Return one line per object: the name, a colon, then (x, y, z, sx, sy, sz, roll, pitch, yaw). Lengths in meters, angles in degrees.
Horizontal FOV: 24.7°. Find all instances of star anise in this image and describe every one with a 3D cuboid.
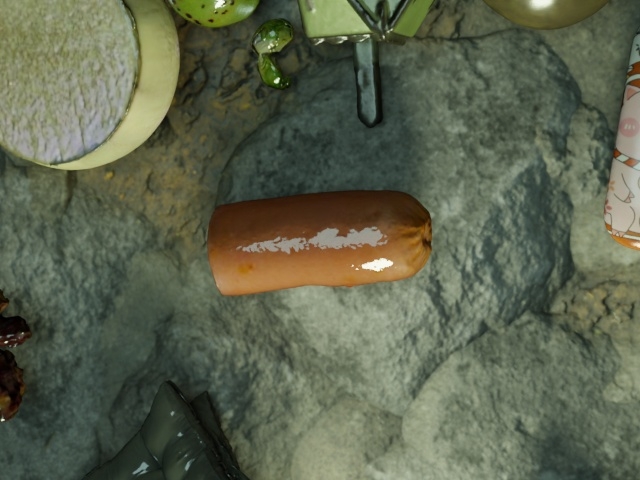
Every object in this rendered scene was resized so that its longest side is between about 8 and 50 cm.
star anise: (-0.434, 0.116, 1.781, 0.190, 0.126, 0.220, 8, 117, 39)

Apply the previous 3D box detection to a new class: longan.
longan: (0.253, -0.329, 1.621, 0.185, 0.159, 0.204, 21, 58, 1)

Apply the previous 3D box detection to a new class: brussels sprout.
brussels sprout: (-0.057, -0.222, 1.739, 0.051, 0.046, 0.083, 4, 92, 19)

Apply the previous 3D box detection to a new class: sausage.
sausage: (0.000, 0.000, 1.697, 0.259, 0.113, 0.113, -6, 89, 13)

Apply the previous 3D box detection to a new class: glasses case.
glasses case: (0.382, -0.119, 1.631, 0.103, 0.067, 0.266, 9, 92, 11)

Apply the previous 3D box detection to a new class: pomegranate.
pomegranate: (-0.119, -0.330, 1.708, 0.129, 0.129, 0.159, 34, 107, 10)

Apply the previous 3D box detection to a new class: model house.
model house: (0.053, -0.266, 1.634, 0.205, 0.218, 0.278, 0, 94, 15)

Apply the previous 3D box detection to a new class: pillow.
pillow: (-0.218, 0.348, 1.718, 0.326, 0.101, 0.228, -42, 56, 9)

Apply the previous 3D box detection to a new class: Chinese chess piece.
Chinese chess piece: (-0.299, -0.218, 1.732, 0.270, 0.112, 0.270, 4, 100, 24)
